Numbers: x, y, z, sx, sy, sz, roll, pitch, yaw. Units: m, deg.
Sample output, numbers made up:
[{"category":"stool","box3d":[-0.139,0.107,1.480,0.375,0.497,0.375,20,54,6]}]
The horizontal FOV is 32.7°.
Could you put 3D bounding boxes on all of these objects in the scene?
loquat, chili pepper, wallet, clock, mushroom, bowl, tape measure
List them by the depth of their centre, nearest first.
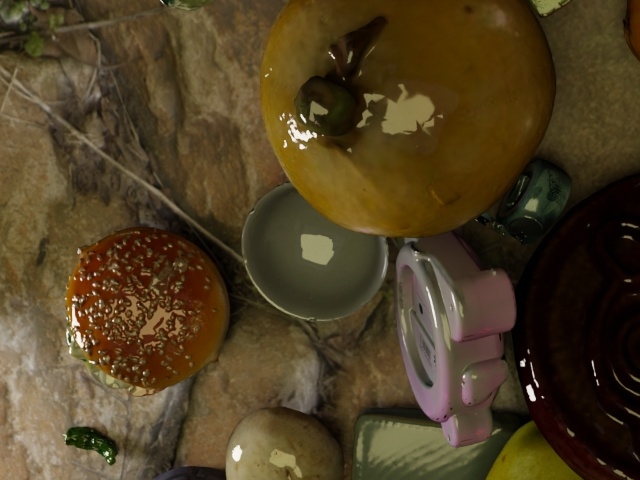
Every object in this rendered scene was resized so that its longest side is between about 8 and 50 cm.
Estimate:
[{"category":"loquat","box3d":[0.081,-0.157,1.167,0.329,0.359,0.328,7,105,27]},{"category":"tape measure","box3d":[0.204,-0.074,1.301,0.180,0.104,0.107,32,98,6]},{"category":"clock","box3d":[0.153,0.104,1.311,0.090,0.227,0.247,-10,121,-11]},{"category":"bowl","box3d":[0.000,0.000,1.384,0.189,0.086,0.189,4,110,11]},{"category":"mushroom","box3d":[-0.047,0.301,1.476,0.166,0.127,0.166,11,119,21]},{"category":"wallet","box3d":[0.149,0.395,1.489,0.252,0.083,0.360,2,108,7]},{"category":"chili pepper","box3d":[-0.337,0.299,1.604,0.091,0.034,0.030,23,146,4]}]

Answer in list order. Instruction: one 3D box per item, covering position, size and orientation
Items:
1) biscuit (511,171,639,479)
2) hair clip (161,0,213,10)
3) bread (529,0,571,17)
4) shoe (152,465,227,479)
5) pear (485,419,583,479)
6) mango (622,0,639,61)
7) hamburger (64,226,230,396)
[{"category":"biscuit","box3d":[0.414,0.102,1.195,0.408,0.091,0.407,-4,69,10]},{"category":"hair clip","box3d":[-0.225,-0.411,1.296,0.321,0.138,0.091,52,156,-7]},{"category":"bread","box3d":[0.261,-0.306,1.187,0.084,0.139,0.074,-34,101,26]},{"category":"shoe","box3d":[-0.137,0.413,1.557,0.245,0.095,0.137,14,109,2]},{"category":"pear","box3d":[0.339,0.326,1.314,0.321,0.269,0.269,-13,106,-5]},{"category":"mango","box3d":[0.429,-0.272,1.176,0.219,0.112,0.145,-39,96,11]},{"category":"hamburger","box3d":[-0.226,0.091,1.439,0.237,0.147,0.236,3,108,10]}]
